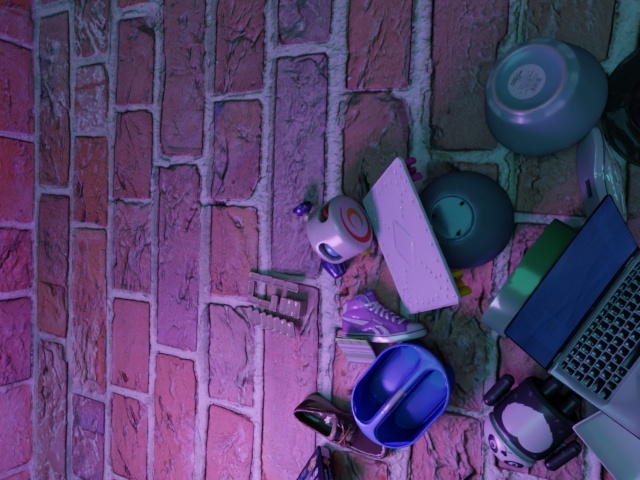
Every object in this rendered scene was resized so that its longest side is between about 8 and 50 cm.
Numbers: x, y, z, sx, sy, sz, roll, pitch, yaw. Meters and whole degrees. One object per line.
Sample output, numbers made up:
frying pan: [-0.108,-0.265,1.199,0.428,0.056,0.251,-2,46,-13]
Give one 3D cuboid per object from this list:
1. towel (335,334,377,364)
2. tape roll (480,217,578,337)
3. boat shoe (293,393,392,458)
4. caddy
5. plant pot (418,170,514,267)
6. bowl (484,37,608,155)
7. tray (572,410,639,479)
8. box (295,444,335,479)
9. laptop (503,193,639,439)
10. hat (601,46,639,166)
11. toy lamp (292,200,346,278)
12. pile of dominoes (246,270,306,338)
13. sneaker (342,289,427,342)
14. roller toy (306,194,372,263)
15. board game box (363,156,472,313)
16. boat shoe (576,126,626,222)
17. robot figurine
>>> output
towel: [0.121,0.349,1.597,0.113,0.152,0.023,-1,47,25]
tape roll: [0.530,0.097,1.265,0.077,0.321,0.321,38,108,22]
boat shoe: [0.064,0.621,1.632,0.341,0.123,0.123,23,102,25]
caddy: [0.246,0.458,1.504,0.241,0.179,0.341,42,109,21]
plant pot: [0.383,-0.060,1.400,0.290,0.195,0.291,0,91,24]
bowl: [0.557,-0.391,1.292,0.311,0.163,0.312,-6,80,35]
tray: [0.763,0.512,1.261,0.145,0.030,0.270,-38,104,13]
box: [-0.029,0.828,1.664,0.051,0.175,0.220,26,106,-15]
laptop: [0.689,0.185,1.126,0.407,0.236,0.382,37,91,18]
hat: [0.844,-0.341,1.197,0.331,0.134,0.332,1,93,28]
toy lamp: [0.000,0.000,1.670,0.080,0.080,0.275,-36,77,23]
pile of dominoes: [-0.163,0.228,1.798,0.251,0.040,0.196,12,98,35]
sneaker: [0.191,0.235,1.570,0.282,0.102,0.161,-4,87,27]
roller toy: [0.054,-0.034,1.572,0.146,0.191,0.210,-29,79,35]
board game box: [0.253,0.003,1.405,0.050,0.390,0.390,-19,81,-12]
boat shoe: [0.732,-0.165,1.287,0.088,0.096,0.268,-2,76,-3]
robot figurine: [0.567,0.481,1.340,0.278,0.173,0.209,-52,26,19]
